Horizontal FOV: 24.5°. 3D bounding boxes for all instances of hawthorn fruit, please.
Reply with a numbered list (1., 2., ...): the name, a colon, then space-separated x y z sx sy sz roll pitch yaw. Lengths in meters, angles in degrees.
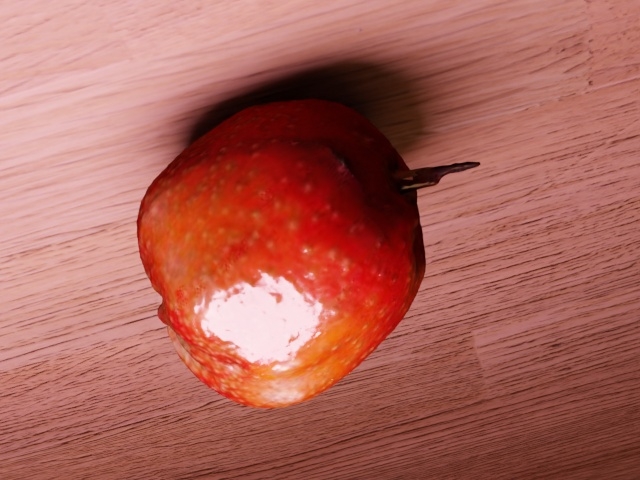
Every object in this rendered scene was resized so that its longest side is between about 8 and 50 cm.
1. hawthorn fruit: 0.000 0.000 1.256 0.300 0.254 0.254 -19 153 10
